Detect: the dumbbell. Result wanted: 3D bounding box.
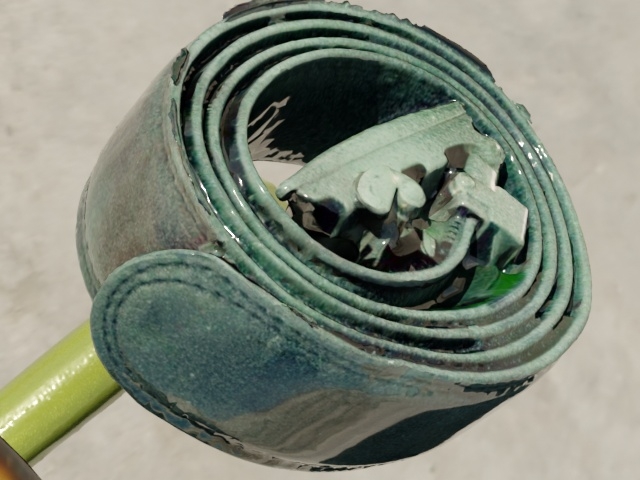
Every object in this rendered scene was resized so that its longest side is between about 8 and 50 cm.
[{"bbox_3d":[-0.135,0.077,1.059,0.302,0.121,0.108,-39,129,-18],"label":"dumbbell"}]

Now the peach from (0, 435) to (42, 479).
[{"bbox_3d":[-0.127,0.095,0.263,0.068,0.279,0.189,-16,60,35],"label":"peach"}]

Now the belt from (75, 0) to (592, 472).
[{"bbox_3d":[0.000,0.000,0.822,0.116,0.267,0.206,-43,69,38],"label":"belt"}]
